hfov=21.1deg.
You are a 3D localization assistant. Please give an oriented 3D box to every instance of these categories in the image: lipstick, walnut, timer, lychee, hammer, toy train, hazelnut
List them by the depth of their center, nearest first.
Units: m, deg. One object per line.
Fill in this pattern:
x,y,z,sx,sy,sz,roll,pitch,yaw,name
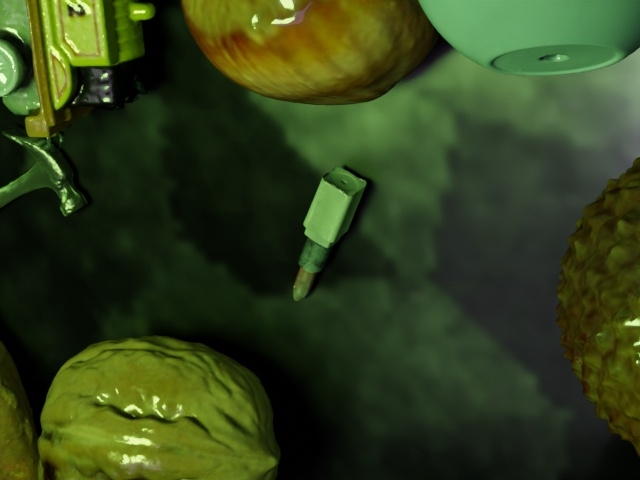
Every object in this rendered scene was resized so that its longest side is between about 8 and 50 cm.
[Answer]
0.115,-0.213,0.936,0.175,0.175,0.255,-4,106,29,timer
0.225,0.041,0.962,0.200,0.238,0.200,0,83,-3,lychee
-0.002,-0.150,1.051,0.150,0.150,0.150,10,114,24,hazelnut
-0.169,-0.164,1.151,0.127,0.089,0.219,2,110,17,toy train
0.000,0.000,1.162,0.025,0.025,0.107,32,128,14,lipstick
-0.110,0.145,1.209,0.184,0.155,0.155,5,112,32,walnut
-0.263,-0.023,1.295,0.201,0.021,0.078,-26,96,32,hammer

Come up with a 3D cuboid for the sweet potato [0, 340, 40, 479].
-0.254,0.171,1.324,0.106,0.095,0.354,-14,104,27,sweet potato
